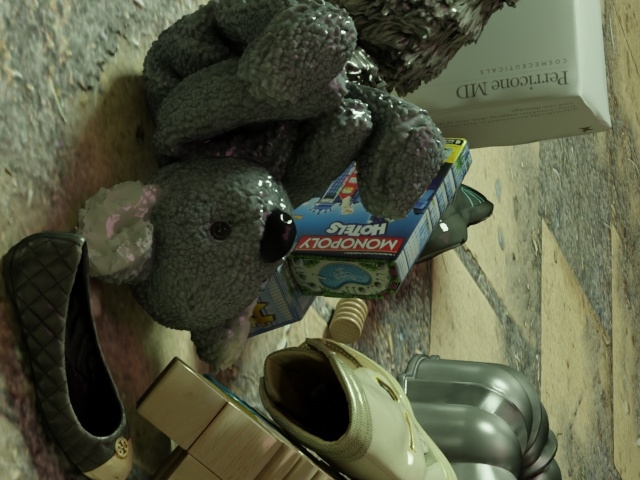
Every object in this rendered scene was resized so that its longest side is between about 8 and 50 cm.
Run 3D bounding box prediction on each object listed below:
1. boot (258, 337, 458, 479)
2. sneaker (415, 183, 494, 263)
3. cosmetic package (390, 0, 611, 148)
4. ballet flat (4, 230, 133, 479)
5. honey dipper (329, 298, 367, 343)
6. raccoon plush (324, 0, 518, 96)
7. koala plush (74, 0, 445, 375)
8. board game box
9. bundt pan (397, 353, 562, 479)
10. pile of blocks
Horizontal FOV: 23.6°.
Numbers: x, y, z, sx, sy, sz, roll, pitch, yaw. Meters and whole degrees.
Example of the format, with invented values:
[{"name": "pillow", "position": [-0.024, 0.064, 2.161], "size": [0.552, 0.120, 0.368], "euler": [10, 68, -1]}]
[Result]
[{"name": "boot", "position": [0.006, 0.119, 1.185], "size": [0.165, 0.077, 0.213], "euler": [42, 5, -44]}, {"name": "sneaker", "position": [0.110, -0.046, 1.560], "size": [0.106, 0.101, 0.267], "euler": [64, 12, -2]}, {"name": "cosmetic package", "position": [0.189, -0.303, 1.684], "size": [0.156, 0.217, 0.384], "euler": [31, 54, -65]}, {"name": "ballet flat", "position": [-0.144, 0.075, 0.926], "size": [0.057, 0.049, 0.173], "euler": [-57, 137, -58]}, {"name": "honey dipper", "position": [0.036, 0.040, 1.447], "size": [0.160, 0.031, 0.030], "euler": [-71, 148, -56]}, {"name": "raccoon plush", "position": [0.150, -0.215, 1.431], "size": [0.216, 0.299, 0.446], "euler": [47, 42, -58]}, {"name": "koala plush", "position": [-0.064, -0.032, 1.046], "size": [0.196, 0.203, 0.221], "euler": [43, 65, -46]}, {"name": "board game box", "position": [0.000, 0.000, 1.191], "size": [0.194, 0.194, 0.060], "euler": [-57, 138, -38]}, {"name": "bundt pan", "position": [0.176, 0.276, 1.607], "size": [0.331, 0.124, 0.330], "euler": [-6, 90, -70]}, {"name": "pile of blocks", "position": [-0.048, 0.194, 1.105], "size": [0.112, 0.149, 0.362], "euler": [-50, 137, -5]}]
